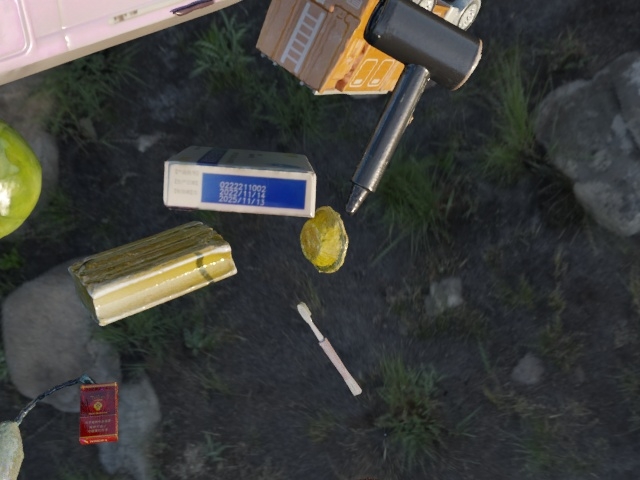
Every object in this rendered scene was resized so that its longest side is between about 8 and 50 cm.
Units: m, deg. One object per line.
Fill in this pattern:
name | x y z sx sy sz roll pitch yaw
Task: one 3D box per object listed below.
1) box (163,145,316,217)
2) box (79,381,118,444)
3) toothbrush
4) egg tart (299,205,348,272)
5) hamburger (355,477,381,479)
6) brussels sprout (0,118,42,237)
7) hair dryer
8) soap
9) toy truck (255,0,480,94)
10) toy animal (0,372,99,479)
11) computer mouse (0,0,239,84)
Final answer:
box | -0.113 -0.094 1.229 0.200 0.343 0.065 4 100 -4
box | -0.315 0.244 1.172 0.051 0.023 0.082 -3 59 -9
toothbrush | 0.014 0.185 1.410 0.014 0.017 0.194 -26 103 27
egg tart | 0.000 0.000 1.245 0.039 0.105 0.105 -5 73 -34
hamburger | 0.046 0.250 0.316 0.225 0.291 0.291 27 80 -5
brussels sprout | -0.587 -0.093 1.306 0.271 0.219 0.210 -35 34 3
hair dryer | 0.075 -0.152 0.958 0.128 0.070 0.255 27 89 -15
soap | -0.316 0.055 1.554 0.274 0.173 0.089 -21 115 -24
toy truck | 0.081 -0.330 1.271 0.173 0.387 0.207 39 117 21
toy animal | -0.424 0.279 1.163 0.253 0.070 0.079 -52 122 -25
computer mouse | -0.136 -0.180 0.472 0.072 0.158 0.310 31 47 34
